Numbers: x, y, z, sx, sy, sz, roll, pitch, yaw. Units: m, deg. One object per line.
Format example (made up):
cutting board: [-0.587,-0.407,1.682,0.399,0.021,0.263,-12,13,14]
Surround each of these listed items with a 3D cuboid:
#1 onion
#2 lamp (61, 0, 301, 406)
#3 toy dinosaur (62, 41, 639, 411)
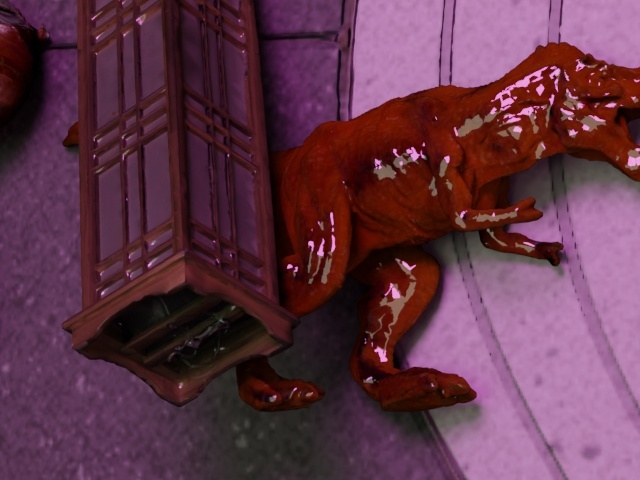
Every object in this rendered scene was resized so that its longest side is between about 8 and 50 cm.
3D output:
onion: [-0.234,-0.111,1.224,0.119,0.118,0.117,-64,25,11]
lamp: [-0.082,-0.075,1.061,0.089,0.090,0.325,-30,46,28]
toy dinosaur: [0.000,0.000,1.062,0.432,0.097,0.208,-6,70,30]
